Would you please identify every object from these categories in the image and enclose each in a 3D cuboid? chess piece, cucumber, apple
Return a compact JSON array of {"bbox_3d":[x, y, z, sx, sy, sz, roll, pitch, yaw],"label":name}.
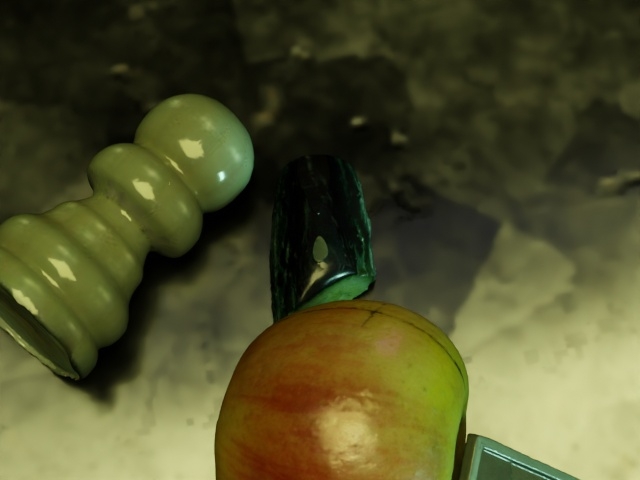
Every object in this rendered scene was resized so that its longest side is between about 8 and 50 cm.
[{"bbox_3d":[-0.206,-0.024,2.016,0.182,0.182,0.330,40,71,14],"label":"chess piece"},{"bbox_3d":[0.000,0.000,2.046,0.115,0.086,0.193,-4,64,2],"label":"cucumber"},{"bbox_3d":[0.023,0.194,1.867,0.233,0.286,0.286,7,70,12],"label":"apple"}]

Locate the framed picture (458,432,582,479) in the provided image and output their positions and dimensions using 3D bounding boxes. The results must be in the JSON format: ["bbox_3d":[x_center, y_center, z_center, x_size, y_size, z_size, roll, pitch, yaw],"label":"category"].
[{"bbox_3d":[0.198,0.375,1.854,0.240,0.020,0.324,25,67,-35],"label":"framed picture"}]
